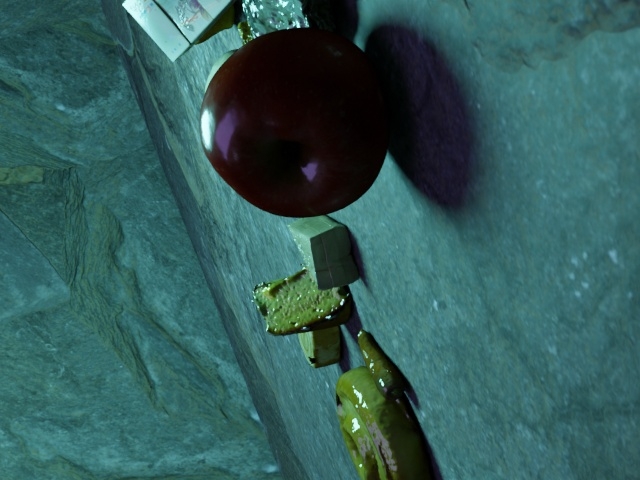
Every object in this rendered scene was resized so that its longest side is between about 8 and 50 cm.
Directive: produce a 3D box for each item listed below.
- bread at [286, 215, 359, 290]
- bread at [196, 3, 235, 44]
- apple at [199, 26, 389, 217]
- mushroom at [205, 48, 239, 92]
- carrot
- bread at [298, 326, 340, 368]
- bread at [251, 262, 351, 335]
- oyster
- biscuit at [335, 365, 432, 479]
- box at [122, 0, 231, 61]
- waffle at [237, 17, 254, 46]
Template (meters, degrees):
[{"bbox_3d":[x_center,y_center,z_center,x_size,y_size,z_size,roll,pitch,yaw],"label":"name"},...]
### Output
[{"bbox_3d":[0.003,0.018,1.959,0.152,0.077,0.105,-145,40,-71],"label":"bread"},{"bbox_3d":[-0.263,-0.526,2.173,0.195,0.143,0.269,-132,28,-56],"label":"bread"},{"bbox_3d":[-0.035,-0.161,1.496,0.216,0.260,0.260,-85,-12,-56],"label":"apple"},{"bbox_3d":[-0.152,-0.291,2.105,0.154,0.122,0.154,-29,52,46],"label":"mushroom"},{"bbox_3d":[0.102,0.214,1.906,0.191,0.047,0.047,-120,17,-60],"label":"carrot"},{"bbox_3d":[-0.010,0.193,2.245,0.149,0.073,0.122,87,162,-47],"label":"bread"},{"bbox_3d":[-0.023,0.102,2.065,0.160,0.169,0.140,-43,63,59],"label":"bread"},{"bbox_3d":[-0.046,-0.340,1.611,0.267,0.112,0.198,89,158,-44],"label":"oyster"},{"bbox_3d":[0.105,0.370,1.973,0.296,0.102,0.296,160,90,-75],"label":"biscuit"},{"bbox_3d":[-0.252,-0.459,2.041,0.149,0.067,0.233,49,134,-5],"label":"box"},{"bbox_3d":[-0.091,-0.341,1.873,0.193,0.070,0.197,90,157,-54],"label":"waffle"}]
